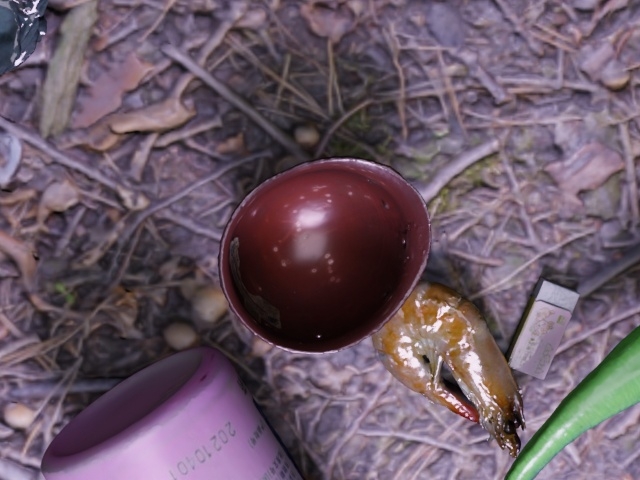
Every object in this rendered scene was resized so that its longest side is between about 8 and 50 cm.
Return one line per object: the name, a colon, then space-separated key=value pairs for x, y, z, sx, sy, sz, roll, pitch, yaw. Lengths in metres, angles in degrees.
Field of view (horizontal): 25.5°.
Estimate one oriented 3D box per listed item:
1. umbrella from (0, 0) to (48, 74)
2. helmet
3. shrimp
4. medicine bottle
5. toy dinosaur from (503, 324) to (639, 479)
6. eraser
umbrella: x=-0.363 y=-0.260 z=1.090 sx=0.349 sy=0.094 sz=0.143 roll=26 pitch=81 yaw=-14
helmet: x=0.000 y=0.000 z=1.159 sx=0.175 sy=0.106 sz=0.155 roll=-38 pitch=103 yaw=3
shrimp: x=0.119 y=0.113 z=1.226 sx=0.101 sy=0.042 sz=0.190 roll=-32 pitch=103 yaw=25
medicine bottle: x=-0.083 y=0.250 z=1.174 sx=0.178 sy=0.178 sz=0.290 roll=-32 pitch=102 yaw=4
toy dinosaur: x=0.394 y=0.097 z=1.213 sx=0.375 sy=0.144 sz=0.500 roll=22 pitch=104 yaw=-19
eraser: x=0.193 y=0.076 z=1.229 sx=0.038 sy=0.019 sz=0.083 roll=20 pitch=101 yaw=-6
